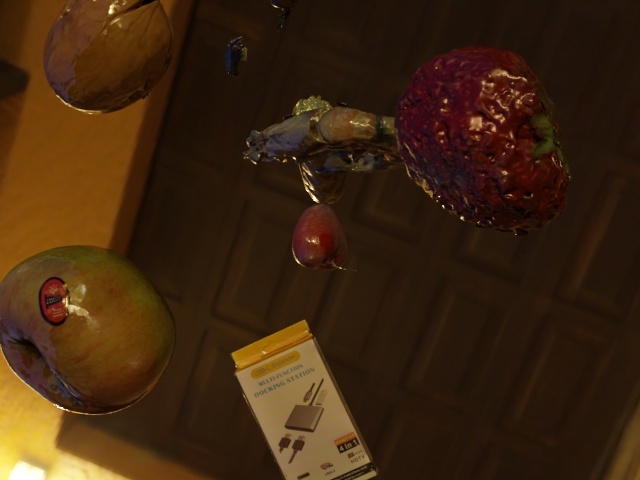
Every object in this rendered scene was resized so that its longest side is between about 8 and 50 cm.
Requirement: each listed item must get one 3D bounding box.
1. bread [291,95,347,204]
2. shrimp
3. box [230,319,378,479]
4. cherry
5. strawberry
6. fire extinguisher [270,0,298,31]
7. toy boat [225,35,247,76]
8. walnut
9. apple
[{"bbox_3d":[0.001,-0.161,2.165,0.087,0.098,0.269,-38,-27,-15],"label":"bread"},{"bbox_3d":[0.021,-0.158,1.961,0.247,0.360,0.085,27,-115,-54],"label":"shrimp"},{"bbox_3d":[-0.026,0.251,1.642,0.129,0.247,0.033,-26,4,6],"label":"box"},{"bbox_3d":[0.000,0.003,2.002,0.087,0.106,0.126,-29,39,25],"label":"cherry"},{"bbox_3d":[0.215,-0.139,1.561,0.274,0.220,0.274,-15,-90,-72],"label":"strawberry"},{"bbox_3d":[-0.052,-0.385,1.629,0.078,0.045,0.157,-43,-43,-40],"label":"fire extinguisher"},{"bbox_3d":[-0.142,-0.315,1.957,0.083,0.038,0.038,102,-169,-49],"label":"toy boat"},{"bbox_3d":[-0.299,-0.261,1.586,0.211,0.167,0.087,-49,10,13],"label":"walnut"},{"bbox_3d":[-0.330,0.124,1.609,0.194,0.261,0.261,-39,-24,-36],"label":"apple"}]
